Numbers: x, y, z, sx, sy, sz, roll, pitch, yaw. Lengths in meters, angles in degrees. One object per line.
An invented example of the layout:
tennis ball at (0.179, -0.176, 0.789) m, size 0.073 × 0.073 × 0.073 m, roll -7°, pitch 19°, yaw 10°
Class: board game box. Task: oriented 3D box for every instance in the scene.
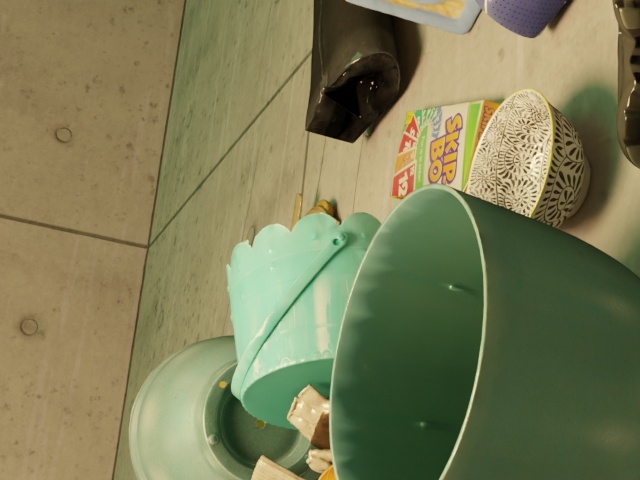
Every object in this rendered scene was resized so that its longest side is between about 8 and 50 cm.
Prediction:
board game box at (0.163, -0.113, 1.464) m, size 0.259 × 0.039 × 0.124 m, roll -172°, pitch 94°, yaw -68°

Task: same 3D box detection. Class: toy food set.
toy food set at (0.000, 0.000, 1.859) m, size 0.192 × 0.038 × 0.132 m, roll -141°, pitch 58°, yaw -63°

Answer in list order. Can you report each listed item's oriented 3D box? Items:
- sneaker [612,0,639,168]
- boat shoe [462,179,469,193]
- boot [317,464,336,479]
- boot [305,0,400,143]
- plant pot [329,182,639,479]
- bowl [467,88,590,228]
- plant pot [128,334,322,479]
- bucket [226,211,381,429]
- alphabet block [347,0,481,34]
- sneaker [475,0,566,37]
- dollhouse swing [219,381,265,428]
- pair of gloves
sneaker at (0.293, -0.193, 0.968) m, size 0.106 × 0.101 × 0.267 m, roll -78°, pitch -10°, yaw -56°
boat shoe at (0.180, -0.014, 1.313) m, size 0.170 × 0.063 × 0.059 m, roll -66°, pitch 17°, yaw 4°
boot at (0.052, 0.310, 1.202) m, size 0.211 × 0.104 × 0.295 m, roll -93°, pitch 14°, yaw -63°
boot at (0.068, -0.426, 1.740) m, size 0.367 × 0.146 × 0.445 m, roll 109°, pitch 169°, yaw -53°
plant pot at (0.171, 0.120, 0.977) m, size 0.293 × 0.235 × 0.293 m, roll -167°, pitch 90°, yaw -71°
bowl at (0.228, -0.067, 1.174) m, size 0.170 × 0.080 × 0.170 m, roll -168°, pitch 90°, yaw -71°
plant pot at (-0.102, 0.262, 1.561) m, size 0.196 × 0.293 × 0.293 m, roll 143°, pitch 136°, yaw -64°
bucket at (0.015, 0.110, 1.394) m, size 0.281 × 0.281 × 0.183 m, roll 128°, pitch 145°, yaw -51°
alphabet block at (0.132, -0.420, 1.504) m, size 0.197 × 0.193 × 0.192 m, roll -100°, pitch 31°, yaw -49°
sneaker at (0.269, -0.343, 1.165) m, size 0.182 × 0.127 × 0.315 m, roll -99°, pitch 30°, yaw -52°
dollhouse swing at (-0.120, 0.416, 1.882) m, size 0.315 × 0.305 × 0.347 m, roll -17°, pitch 51°, yaw 20°
pair of gloves at (0.023, 0.296, 1.359) m, size 0.042 × 0.204 × 0.240 m, roll -45°, pitch -14°, yaw -54°
